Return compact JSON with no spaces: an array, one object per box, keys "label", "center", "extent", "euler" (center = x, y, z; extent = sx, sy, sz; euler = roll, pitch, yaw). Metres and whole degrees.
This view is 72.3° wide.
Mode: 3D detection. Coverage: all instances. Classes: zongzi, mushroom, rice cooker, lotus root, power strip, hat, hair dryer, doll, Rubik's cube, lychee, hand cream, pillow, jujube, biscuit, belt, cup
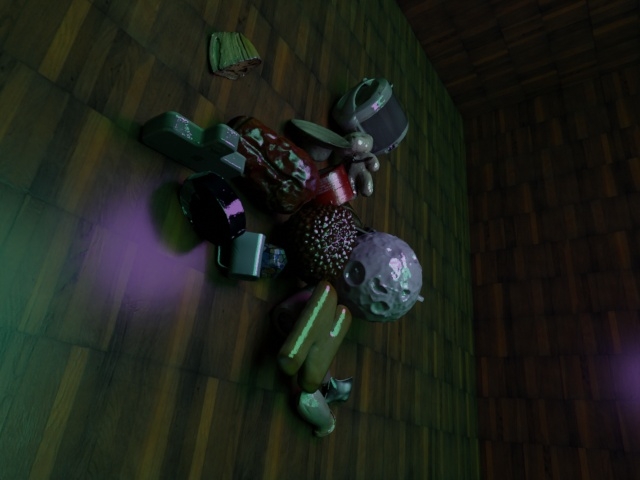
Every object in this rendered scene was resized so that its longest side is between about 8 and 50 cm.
[{"label":"zongzi","center":[0.112,-0.114,1.789],"extent":[0.187,0.084,0.184],"euler":[25,50,-58]},{"label":"mushroom","center":[-0.016,0.537,1.389],"extent":[0.213,0.088,0.097],"euler":[58,10,-35]},{"label":"rice cooker","center":[0.208,-0.527,1.876],"extent":[0.277,0.288,0.289],"euler":[48,44,-35]},{"label":"lotus root","center":[-0.269,-0.572,1.364],"extent":[0.159,0.095,0.135],"euler":[-10,81,-16]},{"label":"power strip","center":[-0.295,-0.242,1.123],"extent":[0.264,0.193,0.060],"euler":[29,60,-49]},{"label":"hat","center":[-0.015,-0.352,1.629],"extent":[0.252,0.252,0.110],"euler":[-12,132,-56]},{"label":"hair dryer","center":[-0.026,0.329,1.424],"extent":[0.210,0.125,0.353],"euler":[-30,112,-54]},{"label":"doll","center":[0.137,-0.299,1.714],"extent":[0.149,0.174,0.279],"euler":[96,-12,-77]},{"label":"Rubik's cube","center":[-0.155,0.061,1.325],"extent":[0.111,0.093,0.111],"euler":[18,68,-53]},{"label":"lychee","center":[0.000,0.000,1.405],"extent":[0.271,0.271,0.272],"euler":[22,62,-51]},{"label":"hand cream","center":[0.014,-0.183,1.559],"extent":[0.193,0.193,0.126],"euler":[-42,116,-52]},{"label":"pillow","center":[0.064,0.523,1.531],"extent":[0.135,0.091,0.055],"euler":[20,20,-49]},{"label":"jujube","center":[-0.152,-0.231,1.333],"extent":[0.342,0.216,0.217],"euler":[39,49,-25]},{"label":"biscuit","center":[-0.007,0.290,1.305],"extent":[0.291,0.062,0.237],"euler":[-59,140,-27]},{"label":"belt","center":[-0.280,-0.084,1.138],"extent":[0.078,0.151,0.199],"euler":[-41,105,-47]},{"label":"cup","center":[-0.226,0.040,1.229],"extent":[0.128,0.095,0.130],"euler":[9,71,-16]}]

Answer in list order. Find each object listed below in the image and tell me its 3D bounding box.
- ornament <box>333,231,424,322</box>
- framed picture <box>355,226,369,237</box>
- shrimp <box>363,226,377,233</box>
[{"label":"ornament","center":[0.202,0.132,1.606],"extent":[0.337,0.336,0.338],"euler":[22,62,-51]},{"label":"framed picture","center":[0.120,-0.027,1.735],"extent":[0.149,0.109,0.011],"euler":[22,60,-51]},{"label":"shrimp","center":[0.277,0.106,1.891],"extent":[0.172,0.137,0.373],"euler":[-32,106,-37]}]
